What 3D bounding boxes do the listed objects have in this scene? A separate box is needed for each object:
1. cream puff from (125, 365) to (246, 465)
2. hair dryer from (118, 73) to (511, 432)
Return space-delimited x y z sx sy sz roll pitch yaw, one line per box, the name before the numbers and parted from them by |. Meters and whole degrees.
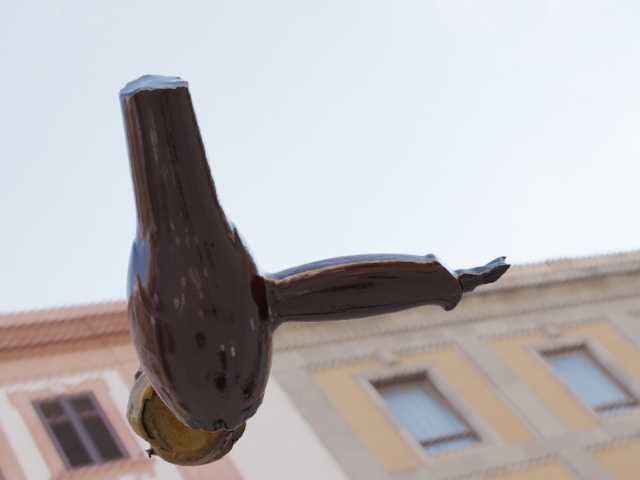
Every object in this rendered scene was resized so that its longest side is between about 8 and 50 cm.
cream puff | -0.133 0.161 1.274 0.120 0.133 0.104 5 -14 -4
hair dryer | 0.000 0.000 1.085 0.341 0.123 0.312 -7 -68 -9
